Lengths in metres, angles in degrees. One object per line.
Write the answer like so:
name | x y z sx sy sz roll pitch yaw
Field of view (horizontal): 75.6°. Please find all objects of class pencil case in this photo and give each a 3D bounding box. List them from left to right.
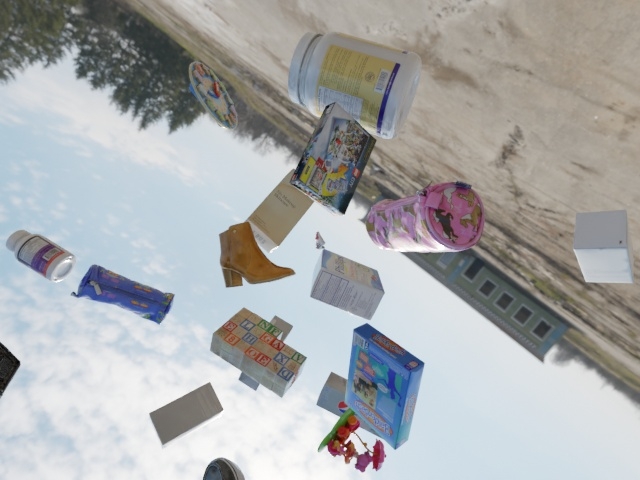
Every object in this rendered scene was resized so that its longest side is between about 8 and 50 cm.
pencil case | -0.646 0.183 1.377 0.306 0.120 0.133 26 166 -23
pencil case | 0.250 -0.050 1.073 0.159 0.167 0.386 -9 180 -14

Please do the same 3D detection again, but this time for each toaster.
toaster | -0.954 0.352 1.148 0.168 0.110 0.186 63 175 -26

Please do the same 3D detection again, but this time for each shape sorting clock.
shape sorting clock | -0.301 -0.414 1.182 0.206 0.040 0.206 50 -157 -31

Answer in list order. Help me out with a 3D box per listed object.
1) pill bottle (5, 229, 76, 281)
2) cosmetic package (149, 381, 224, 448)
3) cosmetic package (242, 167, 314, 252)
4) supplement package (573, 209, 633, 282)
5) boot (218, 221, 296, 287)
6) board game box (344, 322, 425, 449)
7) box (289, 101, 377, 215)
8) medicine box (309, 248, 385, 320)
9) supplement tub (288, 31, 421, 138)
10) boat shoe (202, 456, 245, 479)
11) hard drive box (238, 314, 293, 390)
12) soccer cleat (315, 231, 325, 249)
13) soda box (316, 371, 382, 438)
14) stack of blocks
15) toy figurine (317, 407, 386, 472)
pill bottle | -0.915 0.045 1.348 0.193 0.108 0.108 30 -171 6
cosmetic package | -0.490 0.639 1.513 0.237 0.107 0.127 -20 -115 -29
cosmetic package | -0.155 -0.119 1.623 0.160 0.310 0.113 42 150 -11
supplement package | 0.696 0.019 1.010 0.105 0.105 0.179 -2 149 40
boot | -0.222 0.040 1.364 0.294 0.212 0.104 -9 175 29
board game box | 0.128 0.305 0.872 0.047 0.211 0.160 -15 -149 -37
box | 0.037 -0.201 1.033 0.159 0.233 0.044 34 161 -32
medicine box | 0.112 0.189 1.834 0.289 0.149 0.263 23 -164 -5
supplement tub | 0.098 -0.452 1.191 0.331 0.241 0.241 22 -174 13
boat shoe | -0.226 0.574 0.877 0.105 0.113 0.306 47 -179 -25
hard drive box | -0.212 0.437 1.605 0.089 0.232 0.181 30 -147 6
soccer cleat | 0.000 0.000 1.432 0.035 0.083 0.029 4 -136 5
soda box | 0.138 0.566 1.408 0.286 0.091 0.098 23 -166 11
stack of blocks | -0.198 0.368 1.388 0.297 0.087 0.171 28 -147 16
toy figurine | 0.105 0.589 1.171 0.159 0.130 0.173 33 -137 29
